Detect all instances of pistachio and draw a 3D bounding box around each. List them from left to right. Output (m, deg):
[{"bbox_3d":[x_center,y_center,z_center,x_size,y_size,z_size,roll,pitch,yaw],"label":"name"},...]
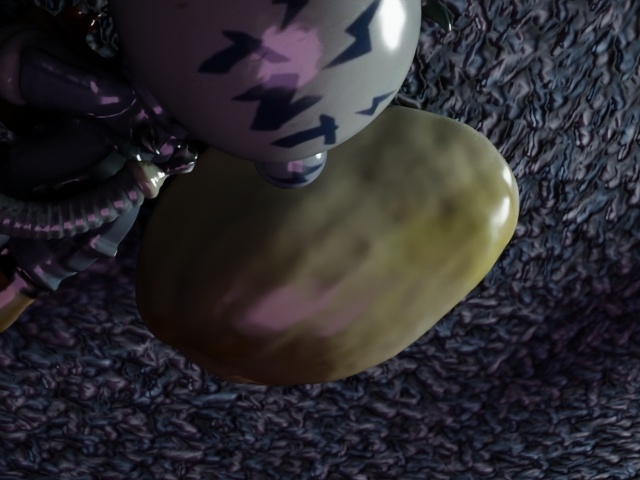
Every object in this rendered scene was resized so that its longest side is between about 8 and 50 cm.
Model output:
[{"bbox_3d":[0.000,0.000,1.180,0.288,0.197,0.166,-25,-173,-16],"label":"pistachio"}]

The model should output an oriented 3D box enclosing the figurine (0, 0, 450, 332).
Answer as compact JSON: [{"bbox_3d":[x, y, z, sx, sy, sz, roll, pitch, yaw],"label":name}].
[{"bbox_3d":[-0.093,-0.096,0.989,0.382,0.186,0.261,-35,147,8],"label":"figurine"}]
